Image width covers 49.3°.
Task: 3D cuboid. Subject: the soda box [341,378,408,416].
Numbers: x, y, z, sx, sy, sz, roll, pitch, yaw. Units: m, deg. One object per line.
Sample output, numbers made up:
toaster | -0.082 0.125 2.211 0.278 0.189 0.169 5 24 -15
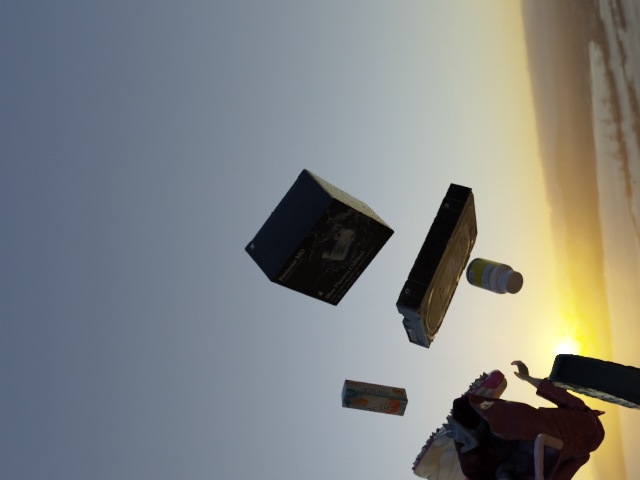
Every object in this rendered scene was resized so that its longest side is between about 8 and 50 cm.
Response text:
soda box | 0.153 0.448 1.984 0.063 0.183 0.058 -94 15 -66

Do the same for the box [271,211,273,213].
box | -0.053 -0.018 1.759 0.244 0.060 0.100 -166 72 -64

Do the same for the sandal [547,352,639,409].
sandal | 0.465 0.224 0.761 0.168 0.446 0.107 27 -103 -42

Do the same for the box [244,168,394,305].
box | 0.000 0.000 1.061 0.158 0.156 0.093 25 -164 -45

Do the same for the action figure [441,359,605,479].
action figure | 0.421 0.348 1.291 0.370 0.276 0.247 -3 -100 -31

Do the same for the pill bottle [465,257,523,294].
pill bottle | 0.361 0.076 1.443 0.065 0.116 0.065 -6 -77 -28

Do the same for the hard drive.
hard drive | 0.287 0.064 1.661 0.338 0.064 0.237 -63 -26 -22

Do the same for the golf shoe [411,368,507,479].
golf shoe | 0.309 0.392 1.405 0.115 0.140 0.306 -27 -32 -56
